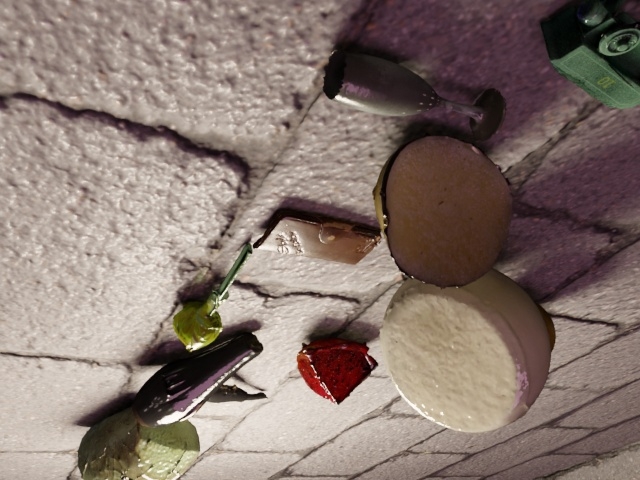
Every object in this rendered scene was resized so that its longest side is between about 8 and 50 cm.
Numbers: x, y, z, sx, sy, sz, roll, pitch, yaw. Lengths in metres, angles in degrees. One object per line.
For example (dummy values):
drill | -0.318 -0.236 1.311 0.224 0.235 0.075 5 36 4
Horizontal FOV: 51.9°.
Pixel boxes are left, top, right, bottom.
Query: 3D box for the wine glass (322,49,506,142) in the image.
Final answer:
wine glass | 0.101 -0.154 0.704 0.198 0.066 0.066 8 145 -25

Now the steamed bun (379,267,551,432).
steamed bun | 0.245 0.162 1.085 0.177 0.283 0.283 -29 171 -48

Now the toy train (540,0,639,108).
toy train | 0.305 -0.195 0.685 0.172 0.070 0.099 17 148 -36

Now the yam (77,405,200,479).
yam | -0.414 0.488 1.514 0.202 0.201 0.271 21 131 -40

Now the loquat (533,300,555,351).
loquat | 0.358 0.174 1.226 0.152 0.152 0.195 -22 138 22

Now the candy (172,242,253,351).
candy | -0.164 0.088 1.050 0.077 0.073 0.262 -7 146 -39

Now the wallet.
wallet | 0.000 0.000 0.966 0.176 0.026 0.095 12 141 -30

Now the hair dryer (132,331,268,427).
hair dryer | -0.184 0.295 1.371 0.304 0.120 0.359 -35 152 15

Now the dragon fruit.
dragon fruit | 0.018 0.233 1.311 0.127 0.120 0.161 16 144 51

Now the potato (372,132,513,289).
potato | 0.135 -0.042 0.846 0.202 0.182 0.117 19 -177 -26
